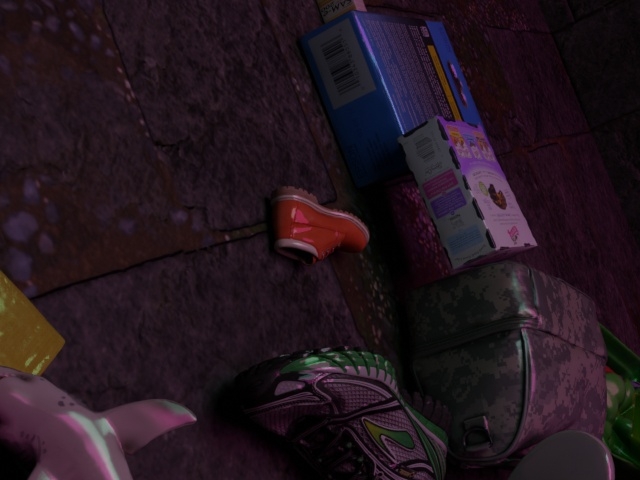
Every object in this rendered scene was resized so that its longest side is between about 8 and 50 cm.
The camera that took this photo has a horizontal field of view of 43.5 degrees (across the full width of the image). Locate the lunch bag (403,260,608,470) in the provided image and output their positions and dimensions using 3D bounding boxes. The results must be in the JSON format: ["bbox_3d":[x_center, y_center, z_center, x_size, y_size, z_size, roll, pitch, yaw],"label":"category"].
[{"bbox_3d":[0.267,0.194,1.118,0.305,0.212,0.256,25,50,-47],"label":"lunch bag"}]

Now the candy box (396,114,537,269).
[{"bbox_3d":[0.204,-0.064,1.103,0.165,0.070,0.196,-2,67,-57],"label":"candy box"}]

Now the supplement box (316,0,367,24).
[{"bbox_3d":[0.029,-0.378,1.258,0.036,0.062,0.098,-10,79,-59],"label":"supplement box"}]

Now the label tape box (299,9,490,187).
[{"bbox_3d":[0.130,-0.226,1.272,0.333,0.106,0.241,-20,89,-58],"label":"label tape box"}]

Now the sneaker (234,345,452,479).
[{"bbox_3d":[0.043,0.212,0.845,0.343,0.134,0.146,36,44,-41],"label":"sneaker"}]

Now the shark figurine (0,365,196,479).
[{"bbox_3d":[-0.166,0.219,0.562,0.166,0.116,0.278,-3,66,-28],"label":"shark figurine"}]

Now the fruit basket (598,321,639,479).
[{"bbox_3d":[0.530,0.278,1.318,0.392,0.392,0.283,32,46,-43],"label":"fruit basket"}]

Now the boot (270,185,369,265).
[{"bbox_3d":[0.000,0.000,0.992,0.158,0.059,0.085,22,56,-39],"label":"boot"}]

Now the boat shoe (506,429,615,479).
[{"bbox_3d":[0.283,0.399,1.005,0.158,0.127,0.341,24,91,-55],"label":"boat shoe"}]

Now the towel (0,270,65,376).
[{"bbox_3d":[-0.290,0.027,0.571,0.237,0.021,0.102,53,40,-23],"label":"towel"}]
